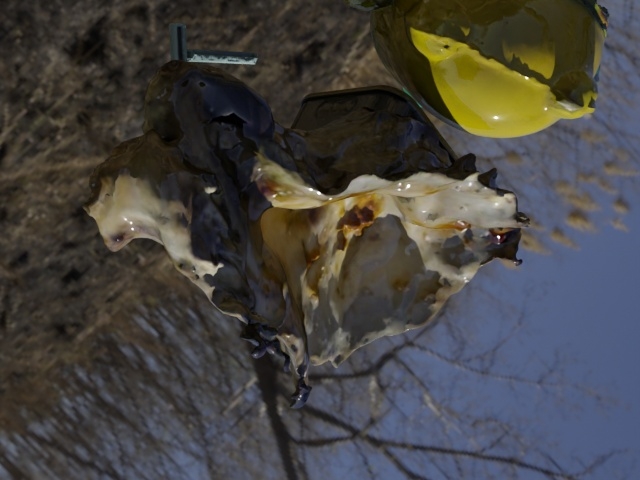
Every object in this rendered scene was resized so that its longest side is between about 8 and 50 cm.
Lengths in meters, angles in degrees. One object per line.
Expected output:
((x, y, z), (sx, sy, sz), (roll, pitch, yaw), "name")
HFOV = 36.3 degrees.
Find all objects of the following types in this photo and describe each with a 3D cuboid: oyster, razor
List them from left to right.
((-0.160, -0.274, 1.452), (0.036, 0.084, 0.211), (3, -171, 26), "razor")
((-0.006, 0.005, 0.578), (0.197, 0.133, 0.337), (-56, 151, 12), "oyster")

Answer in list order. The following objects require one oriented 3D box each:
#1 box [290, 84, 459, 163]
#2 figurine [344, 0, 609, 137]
((0.059, -0.049, 0.950), (0.145, 0.201, 0.090), (2, -126, 44), "box")
((0.157, -0.220, 0.991), (0.231, 0.324, 0.340), (-61, -168, 23), "figurine")
